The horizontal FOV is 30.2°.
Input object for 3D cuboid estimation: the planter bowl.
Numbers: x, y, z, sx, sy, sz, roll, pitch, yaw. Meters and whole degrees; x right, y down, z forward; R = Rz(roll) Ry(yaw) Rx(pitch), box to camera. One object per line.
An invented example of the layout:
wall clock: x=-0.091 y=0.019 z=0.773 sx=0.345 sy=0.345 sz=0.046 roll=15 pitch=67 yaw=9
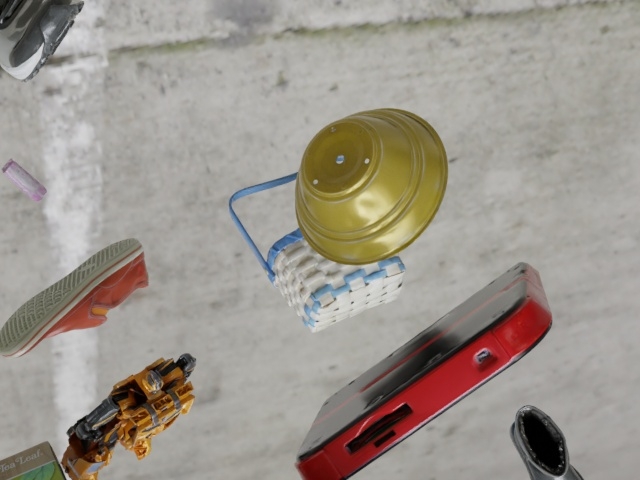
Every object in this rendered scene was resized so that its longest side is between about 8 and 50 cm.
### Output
planter bowl: x=0.041 y=-0.085 z=1.473 sx=0.217 sy=0.217 sz=0.090 roll=-28 pitch=147 yaw=18

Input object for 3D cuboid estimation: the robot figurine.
robot figurine: x=-0.275 y=0.264 z=1.733 sx=0.211 sy=0.085 sz=0.291 roll=-30 pitch=169 yaw=-36

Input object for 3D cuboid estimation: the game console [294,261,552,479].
game console: x=0.141 y=0.178 z=1.604 sx=0.386 sy=0.060 sz=0.342 roll=-36 pitch=-179 yaw=12

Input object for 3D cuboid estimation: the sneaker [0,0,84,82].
sneaker: x=-0.332 y=-0.237 z=1.218 sx=0.108 sy=0.271 sz=0.100 roll=39 pitch=81 yaw=-37

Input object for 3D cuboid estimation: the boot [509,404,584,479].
boot: x=0.323 y=0.309 z=1.624 sx=0.076 sy=0.190 sz=0.208 roll=-37 pitch=170 yaw=-7

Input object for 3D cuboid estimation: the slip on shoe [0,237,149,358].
slip on shoe: x=-0.408 y=0.111 z=2.013 sx=0.123 sy=0.101 sz=0.331 roll=-8 pitch=-158 yaw=40

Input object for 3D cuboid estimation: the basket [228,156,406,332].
basket: x=0.000 y=0.000 z=2.097 sx=0.254 sy=0.289 sz=0.201 roll=-21 pitch=162 yaw=-14

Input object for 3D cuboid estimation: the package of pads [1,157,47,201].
package of pads: x=-0.525 y=-0.107 z=2.103 sx=0.083 sy=0.050 sz=0.032 roll=44 pitch=84 yaw=-23

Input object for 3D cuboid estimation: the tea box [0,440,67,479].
tea box: x=-0.387 y=0.511 z=1.598 sx=0.220 sy=0.323 sz=0.329 roll=-21 pitch=144 yaw=-17
